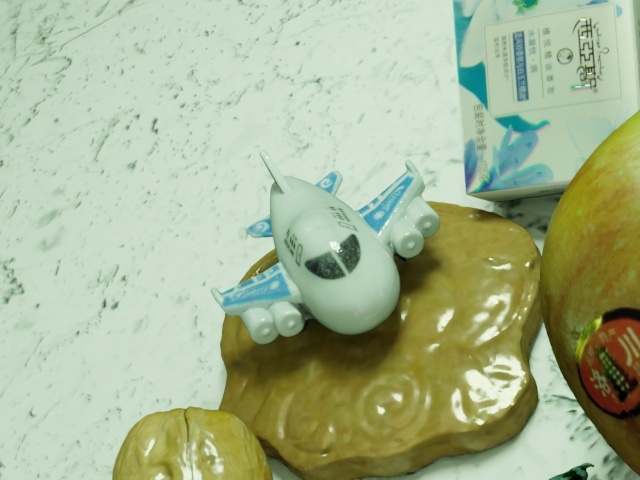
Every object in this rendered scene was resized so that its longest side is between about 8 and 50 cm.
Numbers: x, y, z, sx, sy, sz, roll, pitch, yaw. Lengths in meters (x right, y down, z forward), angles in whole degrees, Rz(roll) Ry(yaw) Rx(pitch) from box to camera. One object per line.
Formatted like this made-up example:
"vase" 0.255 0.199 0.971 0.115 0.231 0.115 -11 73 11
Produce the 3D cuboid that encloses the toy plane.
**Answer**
"toy plane" 0.003 0.004 1.295 0.266 0.123 0.267 -17 44 17

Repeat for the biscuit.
"biscuit" 0.056 0.097 1.307 0.385 0.062 0.365 -10 46 23

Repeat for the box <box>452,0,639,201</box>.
"box" 0.264 -0.190 1.326 0.203 0.116 0.274 -5 85 26

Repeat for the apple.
"apple" 0.381 0.050 0.973 0.400 0.334 0.400 -3 50 4

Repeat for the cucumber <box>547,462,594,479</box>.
"cucumber" 0.197 0.256 1.084 0.155 0.037 0.037 -45 42 -16

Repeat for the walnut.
"walnut" -0.127 0.261 1.182 0.165 0.165 0.197 -24 50 9
